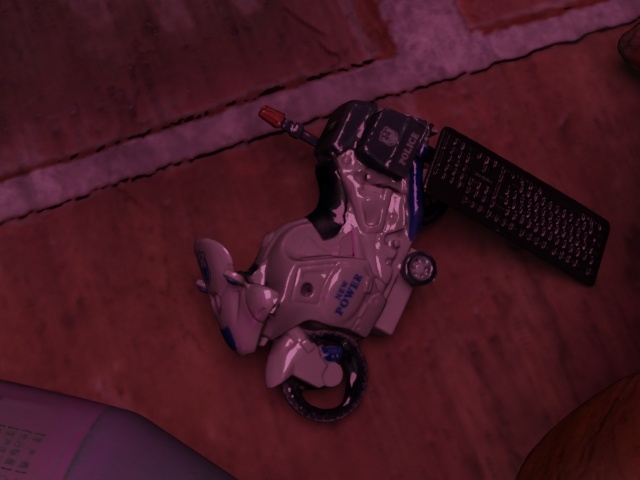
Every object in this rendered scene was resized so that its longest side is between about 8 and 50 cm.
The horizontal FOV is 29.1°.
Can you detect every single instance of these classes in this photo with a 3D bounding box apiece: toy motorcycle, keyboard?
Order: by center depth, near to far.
[{"bbox_3d":[0.000,0.000,0.832,0.150,0.102,0.221,29,75,-13],"label":"toy motorcycle"},{"bbox_3d":[0.137,-0.022,0.845,0.155,0.010,0.053,27,72,-23],"label":"keyboard"}]

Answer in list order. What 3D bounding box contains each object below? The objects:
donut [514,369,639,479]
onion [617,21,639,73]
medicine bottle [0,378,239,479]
[{"bbox_3d":[0.244,0.187,0.663,0.299,0.317,0.150,9,33,16],"label":"donut"},{"bbox_3d":[0.341,-0.080,0.779,0.348,0.348,0.385,-38,41,-13],"label":"onion"},{"bbox_3d":[-0.138,0.212,0.678,0.290,0.245,0.245,14,71,2],"label":"medicine bottle"}]
